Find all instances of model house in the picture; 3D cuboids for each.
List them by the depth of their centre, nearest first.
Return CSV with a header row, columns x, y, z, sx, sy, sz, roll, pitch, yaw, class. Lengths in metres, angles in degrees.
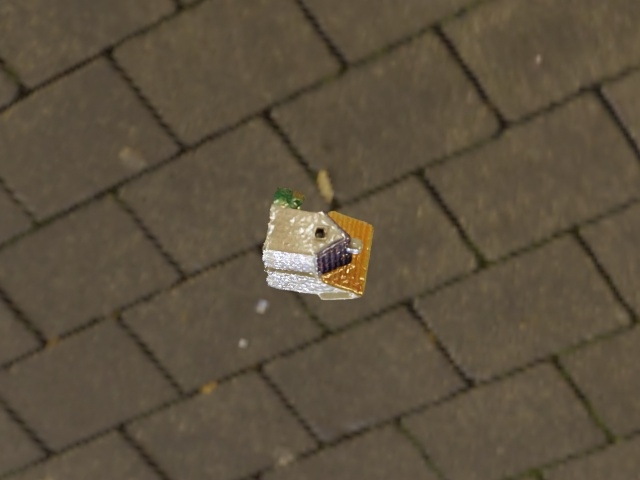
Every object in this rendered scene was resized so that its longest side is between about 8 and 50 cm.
x,y,z,sx,sy,sz,roll,pitch,yaw,class
0.000,0.000,1.764,0.100,0.088,0.101,9,155,9,model house
